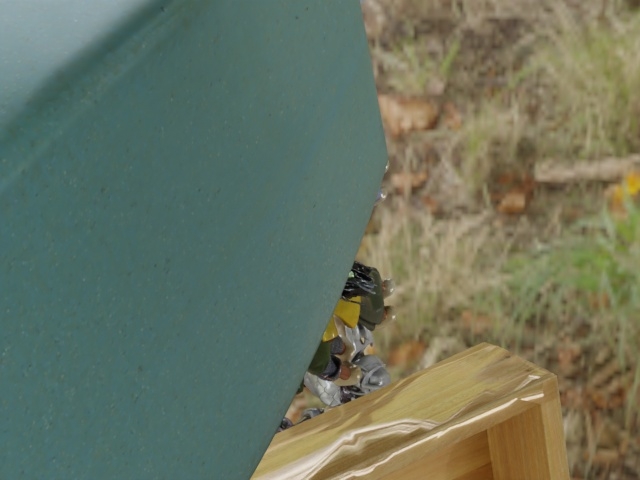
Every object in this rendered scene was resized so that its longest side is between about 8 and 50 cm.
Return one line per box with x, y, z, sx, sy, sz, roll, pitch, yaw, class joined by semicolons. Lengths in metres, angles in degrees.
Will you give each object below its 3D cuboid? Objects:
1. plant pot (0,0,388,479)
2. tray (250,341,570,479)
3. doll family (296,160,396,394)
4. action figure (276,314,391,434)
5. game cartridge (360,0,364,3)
-0.095;0.001;0.430;0.165;0.165;0.234;23;54;31;plant pot
-0.045;0.223;0.918;0.411;0.202;0.076;-21;24;-25;tray
0.000;0.000;1.098;0.076;0.111;0.193;-20;64;29;doll family
-0.036;0.128;1.850;0.285;0.185;0.099;13;15;39;action figure
-0.073;-0.139;0.852;0.297;0.062;0.198;-39;46;5;game cartridge
